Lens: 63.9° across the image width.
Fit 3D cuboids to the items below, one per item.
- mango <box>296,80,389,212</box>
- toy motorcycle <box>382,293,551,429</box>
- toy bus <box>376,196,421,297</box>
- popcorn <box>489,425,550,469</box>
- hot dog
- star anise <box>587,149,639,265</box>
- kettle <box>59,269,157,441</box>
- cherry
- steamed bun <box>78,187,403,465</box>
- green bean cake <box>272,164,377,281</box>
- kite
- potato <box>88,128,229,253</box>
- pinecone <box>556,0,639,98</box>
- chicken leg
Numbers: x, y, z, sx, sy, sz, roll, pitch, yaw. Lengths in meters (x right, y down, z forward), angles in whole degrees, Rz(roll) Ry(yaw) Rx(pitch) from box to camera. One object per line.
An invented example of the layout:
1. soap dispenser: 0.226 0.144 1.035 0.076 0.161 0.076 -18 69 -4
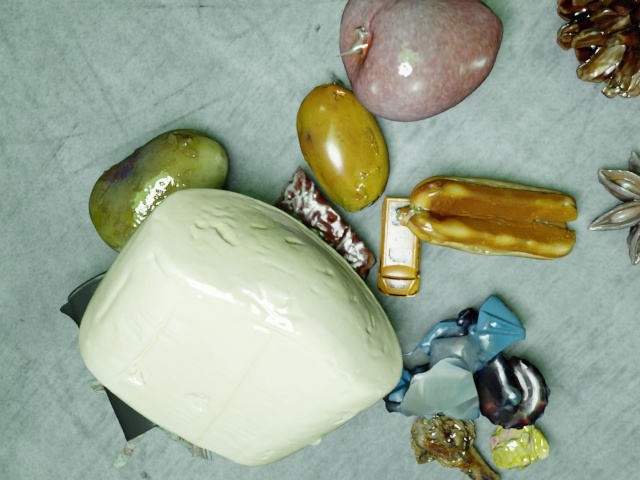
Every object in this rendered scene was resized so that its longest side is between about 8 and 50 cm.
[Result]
1. mango: 0.037 -0.173 0.970 0.156 0.151 0.248 -13 102 47
2. toy motorcycle: 0.202 0.209 0.952 0.416 0.172 0.232 2 87 20
3. toy bus: 0.151 0.014 0.975 0.083 0.088 0.194 3 93 10
4. popcorn: 0.363 0.382 0.954 0.089 0.097 0.109 43 114 9
5. hot dog: 0.294 -0.042 0.911 0.337 0.100 0.135 5 93 -11
6. star anise: 0.582 -0.050 0.898 0.212 0.073 0.196 15 92 13
7. kettle: -0.330 0.195 1.022 0.262 0.203 0.308 -31 82 12
8. cherry: 0.166 -0.331 0.882 0.308 0.221 0.261 -13 63 -11
9. steamed bun: -0.121 0.131 0.861 0.456 0.290 0.371 37 121 -13
10. green bean cake: 0.000 0.000 0.999 0.233 0.097 0.198 36 100 7
11. kite: -0.376 0.388 1.138 0.335 0.011 0.314 30 98 8
12. potato: -0.317 -0.094 1.011 0.307 0.173 0.210 -39 50 7
13. pinecone: 0.531 -0.367 0.803 0.298 0.242 0.295 22 95 3
14. chicken leg: 0.264 0.403 0.989 0.196 0.080 0.125 24 108 1
